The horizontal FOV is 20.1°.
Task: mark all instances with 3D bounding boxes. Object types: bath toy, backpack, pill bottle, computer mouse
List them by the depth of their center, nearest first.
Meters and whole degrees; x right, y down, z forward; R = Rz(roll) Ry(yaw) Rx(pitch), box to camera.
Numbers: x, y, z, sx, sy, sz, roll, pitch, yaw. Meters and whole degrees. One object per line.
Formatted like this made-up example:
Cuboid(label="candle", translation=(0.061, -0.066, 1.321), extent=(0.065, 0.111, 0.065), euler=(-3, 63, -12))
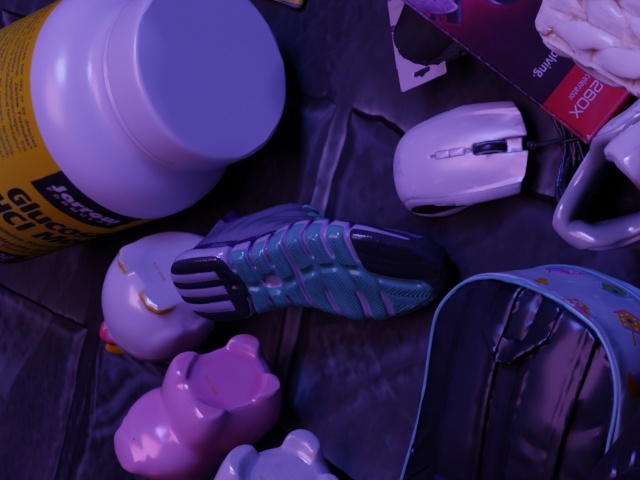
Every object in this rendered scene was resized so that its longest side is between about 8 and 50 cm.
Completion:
Cuboid(label="backpack", translation=(0.141, 0.107, 1.075), extent=(0.166, 0.144, 0.188), euler=(22, 117, 47))
Cuboid(label="computer mouse", translation=(0.107, -0.056, 1.207), extent=(0.193, 0.042, 0.106), euler=(-15, 77, 47))
Cuboid(label="bath toy", translation=(-0.083, 0.154, 1.352), extent=(0.129, 0.151, 0.348), euler=(98, 153, -53))
Cuboid(label="pill bottle", translation=(-0.186, -0.096, 1.437), extent=(0.334, 0.188, 0.188), euler=(-16, 75, 48))

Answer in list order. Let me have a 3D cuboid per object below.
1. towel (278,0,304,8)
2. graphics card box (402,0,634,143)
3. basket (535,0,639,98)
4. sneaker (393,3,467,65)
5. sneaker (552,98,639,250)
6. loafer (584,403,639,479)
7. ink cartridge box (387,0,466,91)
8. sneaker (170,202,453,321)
Cuboid(label="towel", translation=(-0.024, -0.223, 1.395), extent=(0.060, 0.009, 0.083), euler=(29, 109, 47))
Cuboid(label="graphics card box", translation=(0.087, -0.258, 1.043), extent=(0.371, 0.094, 0.233), euler=(39, 117, 1))
Cuboid(label="basket", translation=(0.327, -0.139, 0.753), extent=(0.331, 0.328, 0.266), euler=(36, 118, 44))
Cuboid(label="sneaker", translation=(0.102, -0.250, 1.147), extent=(0.109, 0.130, 0.286), euler=(-105, 38, -68))
Cuboid(label="sneaker", translation=(0.216, -0.065, 1.017), extent=(0.090, 0.115, 0.232), euler=(46, 127, 15))
Cuboid(label="loafer", translation=(0.224, 0.139, 0.942), extent=(0.366, 0.130, 0.134), euler=(-64, 21, 3))
Cuboid(label="ink cartridge box", translation=(0.075, -0.148, 1.261), extent=(0.048, 0.028, 0.083), euler=(-20, 72, 47))
Cuboid(label="sneaker", translation=(0.000, 0.000, 1.305), extent=(0.223, 0.098, 0.083), euler=(-1, 128, 30))
